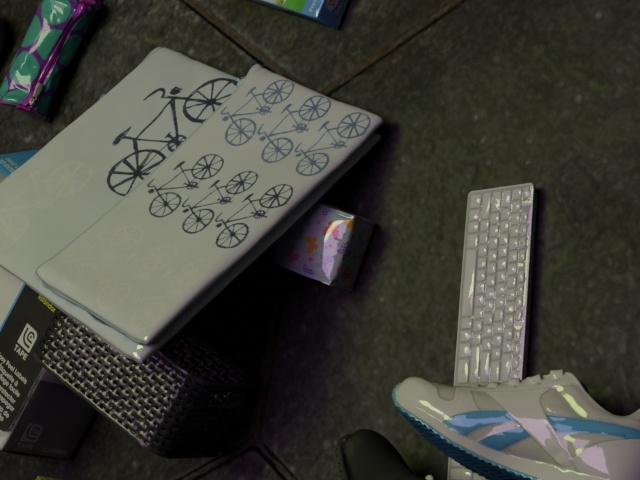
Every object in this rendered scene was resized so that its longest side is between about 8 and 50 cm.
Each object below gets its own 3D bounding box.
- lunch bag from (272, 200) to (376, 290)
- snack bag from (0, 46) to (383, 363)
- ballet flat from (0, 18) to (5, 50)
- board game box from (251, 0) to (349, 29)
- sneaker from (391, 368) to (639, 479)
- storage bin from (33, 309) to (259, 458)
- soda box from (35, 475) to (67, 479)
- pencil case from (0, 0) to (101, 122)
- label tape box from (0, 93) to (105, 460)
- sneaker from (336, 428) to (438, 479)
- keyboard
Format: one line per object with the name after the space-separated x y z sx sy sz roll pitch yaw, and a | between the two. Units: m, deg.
0.000 0.000 1.433 0.083 0.053 0.071 19 92 32 | lunch bag
-0.158 -0.060 1.484 0.323 0.037 0.342 -44 45 -20 | snack bag
-0.439 -0.177 1.831 0.213 0.072 0.068 -62 10 4 | ballet flat
-0.035 -0.314 1.566 0.211 0.039 0.160 24 93 42 | board game box
0.164 0.147 1.227 0.228 0.087 0.092 17 73 28 | sneaker
-0.164 0.121 1.465 0.180 0.122 0.084 35 100 26 | storage bin
-0.298 0.327 1.574 0.181 0.061 0.058 -56 49 12 | soda box
-0.303 -0.213 1.741 0.152 0.064 0.070 -63 33 7 | pencil case
-0.280 0.022 1.624 0.240 0.106 0.334 36 101 40 | label tape box
0.136 0.251 1.217 0.146 0.122 0.330 -40 52 2 | sneaker
0.144 0.079 1.314 0.072 0.014 0.256 -5 73 39 | keyboard
